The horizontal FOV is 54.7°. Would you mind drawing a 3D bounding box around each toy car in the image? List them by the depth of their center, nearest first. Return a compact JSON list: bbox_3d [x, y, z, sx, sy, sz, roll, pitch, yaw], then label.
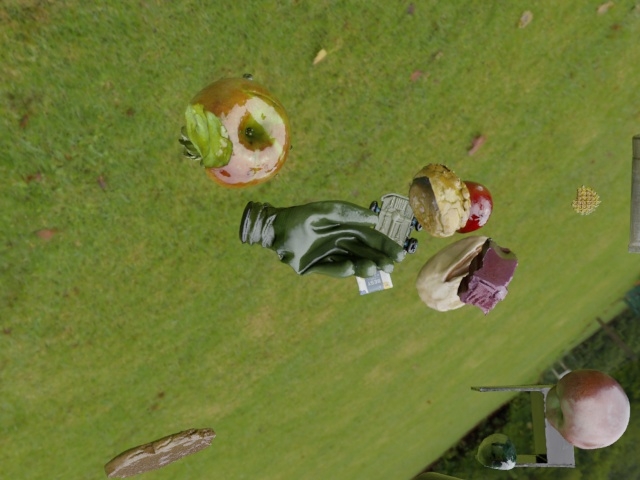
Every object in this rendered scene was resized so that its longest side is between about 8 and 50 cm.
[{"bbox_3d":[0.268,-0.045,2.253,0.198,0.204,0.247,4,104,-79],"label":"toy car"}]

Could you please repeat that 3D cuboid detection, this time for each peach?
[{"bbox_3d":[0.517,0.316,1.193,0.152,0.152,0.152,-27,156,-13],"label":"peach"},{"bbox_3d":[0.493,-0.113,2.080,0.197,0.197,0.197,-27,156,-13],"label":"peach"}]

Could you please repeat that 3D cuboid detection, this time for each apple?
[{"bbox_3d":[-0.193,-0.230,1.369,0.246,0.246,0.226,-15,-173,-36],"label":"apple"}]

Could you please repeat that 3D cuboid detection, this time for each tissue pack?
[{"bbox_3d":[0.131,0.095,1.531,0.083,0.062,0.042,-14,-178,5],"label":"tissue pack"}]

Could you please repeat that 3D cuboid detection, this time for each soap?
[{"bbox_3d":[0.481,0.105,1.788,0.182,0.112,0.289,-65,170,14],"label":"soap"}]

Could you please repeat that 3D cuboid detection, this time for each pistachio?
[{"bbox_3d":[0.463,0.107,2.067,0.318,0.193,0.214,-32,171,-18],"label":"pistachio"}]

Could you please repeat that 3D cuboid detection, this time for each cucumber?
[{"bbox_3d":[0.517,0.613,1.799,0.115,0.063,0.244,6,176,16],"label":"cucumber"}]

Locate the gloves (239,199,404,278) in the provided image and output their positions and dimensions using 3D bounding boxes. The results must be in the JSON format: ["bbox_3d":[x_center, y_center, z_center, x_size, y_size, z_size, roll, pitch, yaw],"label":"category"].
[{"bbox_3d":[0.001,-0.003,0.976,0.107,0.268,0.135,-19,123,-67],"label":"gloves"}]

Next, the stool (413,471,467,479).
[{"bbox_3d":[0.333,0.637,1.397,0.179,0.179,0.264,-14,-179,-37],"label":"stool"}]

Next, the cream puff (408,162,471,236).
[{"bbox_3d":[0.301,-0.104,1.540,0.130,0.189,0.189,-22,154,-17],"label":"cream puff"}]

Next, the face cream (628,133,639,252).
[{"bbox_3d":[0.907,-0.123,1.698,0.137,0.341,0.084,3,-158,42],"label":"face cream"}]

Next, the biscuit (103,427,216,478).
[{"bbox_3d":[-0.352,0.471,1.395,0.209,0.041,0.290,-34,158,21],"label":"biscuit"}]

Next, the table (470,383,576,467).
[{"bbox_3d":[0.654,0.601,2.032,0.282,0.250,0.196,-2,170,4],"label":"table"}]

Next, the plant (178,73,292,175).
[{"bbox_3d":[-0.253,-0.304,1.726,0.306,0.261,0.296,-42,125,-44],"label":"plant"}]

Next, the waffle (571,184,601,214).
[{"bbox_3d":[0.788,-0.118,1.847,0.085,0.078,0.016,-56,160,3],"label":"waffle"}]
